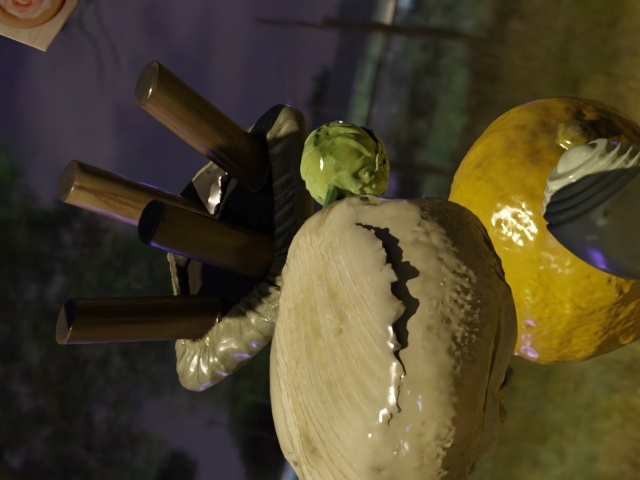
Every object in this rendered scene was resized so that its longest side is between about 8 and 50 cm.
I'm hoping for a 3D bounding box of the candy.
[{"bbox_3d":[0.000,0.000,1.513,0.335,0.092,0.093,-70,-20,-47],"label":"candy"}]

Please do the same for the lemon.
[{"bbox_3d":[0.244,-0.003,1.563,0.320,0.245,0.245,87,-165,-49],"label":"lemon"}]

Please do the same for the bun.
[{"bbox_3d":[0.054,0.085,1.062,0.239,0.141,0.239,-176,90,-70],"label":"bun"}]

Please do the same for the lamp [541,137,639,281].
[{"bbox_3d":[0.259,0.002,1.257,0.106,0.193,0.106,-37,7,5],"label":"lamp"}]

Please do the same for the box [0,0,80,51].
[{"bbox_3d":[-0.325,-0.326,1.735,0.199,0.135,0.081,-49,44,26],"label":"box"}]

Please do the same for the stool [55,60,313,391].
[{"bbox_3d":[-0.173,-0.014,1.897,0.310,0.226,0.310,-45,38,40],"label":"stool"}]
